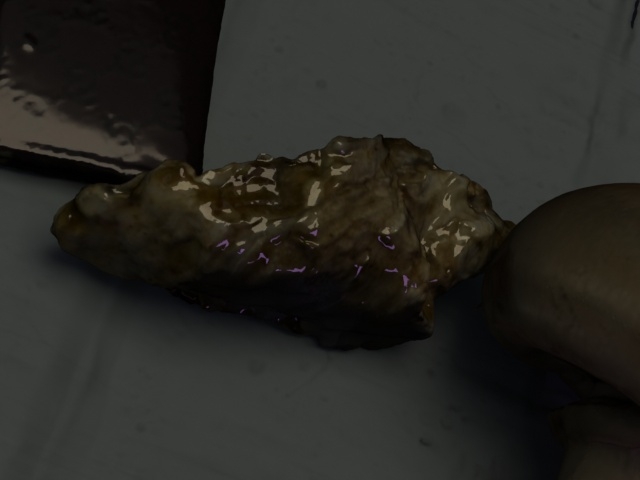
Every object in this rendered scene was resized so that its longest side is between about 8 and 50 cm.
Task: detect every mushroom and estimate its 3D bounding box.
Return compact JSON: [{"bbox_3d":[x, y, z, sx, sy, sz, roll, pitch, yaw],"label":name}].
[{"bbox_3d":[0.213,0.118,1.097,0.292,0.292,0.290,34,87,-7],"label":"mushroom"}]

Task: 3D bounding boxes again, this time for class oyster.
[{"bbox_3d":[-0.001,0.005,1.106,0.341,0.166,0.110,15,52,-37],"label":"oyster"}]

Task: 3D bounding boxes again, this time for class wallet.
[{"bbox_3d":[-0.157,-0.144,1.150,0.182,0.049,0.229,13,64,-19],"label":"wallet"}]
